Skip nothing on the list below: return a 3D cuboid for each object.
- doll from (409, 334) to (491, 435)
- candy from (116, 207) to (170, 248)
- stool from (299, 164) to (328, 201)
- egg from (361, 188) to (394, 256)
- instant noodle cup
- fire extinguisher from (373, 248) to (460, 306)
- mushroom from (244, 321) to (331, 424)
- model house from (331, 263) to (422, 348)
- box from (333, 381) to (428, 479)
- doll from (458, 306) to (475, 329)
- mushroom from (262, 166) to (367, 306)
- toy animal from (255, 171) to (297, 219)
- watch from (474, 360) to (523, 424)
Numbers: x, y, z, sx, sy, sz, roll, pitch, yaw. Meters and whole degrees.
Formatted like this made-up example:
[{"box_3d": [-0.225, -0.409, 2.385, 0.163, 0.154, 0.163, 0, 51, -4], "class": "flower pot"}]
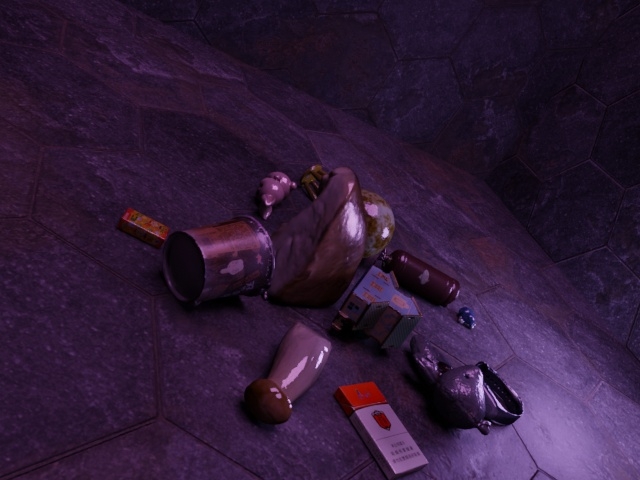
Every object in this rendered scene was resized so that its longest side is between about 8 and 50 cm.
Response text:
[{"box_3d": [0.372, 0.380, 1.701, 0.246, 0.158, 0.340, 37, 20, -24], "class": "doll"}, {"box_3d": [-0.456, -0.032, 1.538, 0.122, 0.038, 0.062, 28, 26, -14], "class": "candy"}, {"box_3d": [-0.008, -0.224, 2.335, 0.135, 0.134, 0.110, -37, 73, -17], "class": "stool"}, {"box_3d": [0.123, -0.066, 2.083, 0.238, 0.238, 0.289, 6, 14, -46], "class": "egg"}, {"box_3d": [-0.255, 0.051, 1.461, 0.207, 0.217, 0.217, -9, 49, -48], "class": "instant noodle cup"}, {"box_3d": [0.336, 0.127, 2.148, 0.337, 0.114, 0.135, 29, 39, -14], "class": "fire extinguisher"}, {"box_3d": [-0.060, 0.290, 1.377, 0.128, 0.128, 0.350, 37, 30, 4], "class": "mushroom"}, {"box_3d": [0.171, 0.213, 1.715, 0.206, 0.178, 0.271, 32, 22, 7], "class": "model house"}, {"box_3d": [0.145, 0.453, 1.440, 0.139, 0.035, 0.245, 7, 38, -45], "class": "box"}, {"box_3d": [0.547, 0.285, 2.208, 0.076, 0.050, 0.083, 34, 23, -13], "class": "doll"}, {"box_3d": [0.041, -0.002, 1.684, 0.313, 0.397, 0.224, 18, 32, -38], "class": "mushroom"}, {"box_3d": [-0.175, -0.164, 2.032, 0.124, 0.124, 0.212, 37, 32, 4], "class": "toy animal"}, {"box_3d": [0.535, 0.473, 1.850, 0.193, 0.068, 0.206, 10, 39, -48], "class": "watch"}]
